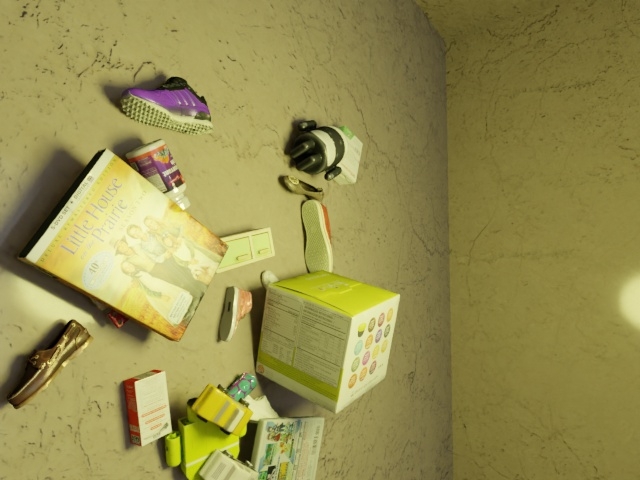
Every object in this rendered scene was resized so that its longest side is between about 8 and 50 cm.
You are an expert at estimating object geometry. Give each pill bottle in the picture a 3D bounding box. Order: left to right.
[{"bbox_3d":[-0.435,-0.168,1.221,0.108,0.108,0.193,-47,123,-46],"label":"pill bottle"}]

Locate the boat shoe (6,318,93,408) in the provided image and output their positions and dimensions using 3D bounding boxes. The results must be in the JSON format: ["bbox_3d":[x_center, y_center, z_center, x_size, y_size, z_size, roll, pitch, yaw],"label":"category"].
[{"bbox_3d":[-0.599,0.263,0.978,0.073,0.073,0.207,62,34,-26],"label":"boat shoe"}]

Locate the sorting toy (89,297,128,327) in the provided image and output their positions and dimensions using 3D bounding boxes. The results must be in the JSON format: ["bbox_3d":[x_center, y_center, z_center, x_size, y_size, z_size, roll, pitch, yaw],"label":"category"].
[{"bbox_3d":[-0.534,0.086,1.105,0.132,0.046,0.274,-54,127,-43],"label":"sorting toy"}]

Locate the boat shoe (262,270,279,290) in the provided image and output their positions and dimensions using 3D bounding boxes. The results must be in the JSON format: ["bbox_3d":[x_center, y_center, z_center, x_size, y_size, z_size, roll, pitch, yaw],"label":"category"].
[{"bbox_3d":[-0.147,0.183,1.617,0.066,0.063,0.184,-49,125,-45],"label":"boat shoe"}]

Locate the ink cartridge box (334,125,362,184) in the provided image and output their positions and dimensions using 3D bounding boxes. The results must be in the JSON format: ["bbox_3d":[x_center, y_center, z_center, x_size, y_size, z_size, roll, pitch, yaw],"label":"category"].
[{"bbox_3d":[0.101,-0.377,2.005,0.154,0.093,0.212,34,58,-46],"label":"ink cartridge box"}]

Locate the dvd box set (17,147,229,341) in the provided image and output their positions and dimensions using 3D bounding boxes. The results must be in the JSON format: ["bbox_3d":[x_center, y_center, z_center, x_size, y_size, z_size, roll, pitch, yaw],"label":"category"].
[{"bbox_3d":[-0.448,0.025,1.112,0.420,0.062,0.307,46,56,-38],"label":"dvd box set"}]

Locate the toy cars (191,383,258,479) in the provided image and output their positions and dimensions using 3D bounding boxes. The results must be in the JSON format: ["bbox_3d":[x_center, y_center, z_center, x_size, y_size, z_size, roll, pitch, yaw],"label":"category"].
[{"bbox_3d":[-0.250,0.579,1.254,0.177,0.087,0.393,-13,108,-37],"label":"toy cars"}]

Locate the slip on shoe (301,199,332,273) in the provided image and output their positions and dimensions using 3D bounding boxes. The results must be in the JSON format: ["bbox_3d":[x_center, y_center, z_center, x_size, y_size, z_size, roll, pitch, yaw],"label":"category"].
[{"bbox_3d":[0.000,0.000,1.807,0.101,0.123,0.331,-2,83,-58],"label":"slip on shoe"}]

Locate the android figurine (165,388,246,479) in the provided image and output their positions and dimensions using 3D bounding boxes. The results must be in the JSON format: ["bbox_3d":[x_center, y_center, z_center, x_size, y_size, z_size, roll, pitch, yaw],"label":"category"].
[{"bbox_3d":[-0.320,0.569,1.286,0.248,0.056,0.272,-11,108,-39],"label":"android figurine"}]

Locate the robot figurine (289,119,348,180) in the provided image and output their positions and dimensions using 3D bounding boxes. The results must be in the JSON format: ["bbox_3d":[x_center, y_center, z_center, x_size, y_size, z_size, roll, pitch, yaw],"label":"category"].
[{"bbox_3d":[-0.004,-0.362,1.795,0.278,0.174,0.209,-36,138,-50],"label":"robot figurine"}]

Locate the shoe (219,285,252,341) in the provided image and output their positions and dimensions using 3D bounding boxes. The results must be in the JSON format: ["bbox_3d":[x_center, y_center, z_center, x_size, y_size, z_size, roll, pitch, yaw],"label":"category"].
[{"bbox_3d":[-0.268,0.240,1.442,0.081,0.064,0.177,26,61,-45],"label":"shoe"}]

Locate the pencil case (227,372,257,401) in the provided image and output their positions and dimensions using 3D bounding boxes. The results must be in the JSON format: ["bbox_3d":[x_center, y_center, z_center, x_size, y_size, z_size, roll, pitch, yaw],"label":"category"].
[{"bbox_3d":[-0.271,0.482,1.410,0.152,0.065,0.070,-38,118,-49],"label":"pencil case"}]

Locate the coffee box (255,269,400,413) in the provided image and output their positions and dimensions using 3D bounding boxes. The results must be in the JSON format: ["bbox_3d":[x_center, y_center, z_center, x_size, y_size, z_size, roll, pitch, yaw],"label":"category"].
[{"bbox_3d":[0.029,0.318,1.544,0.338,0.338,0.334,-10,112,-55],"label":"coffee box"}]

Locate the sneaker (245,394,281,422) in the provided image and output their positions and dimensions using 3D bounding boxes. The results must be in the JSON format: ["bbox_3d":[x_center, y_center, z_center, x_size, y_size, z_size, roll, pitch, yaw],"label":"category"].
[{"bbox_3d":[-0.188,0.575,1.512,0.212,0.080,0.094,41,43,-43],"label":"sneaker"}]

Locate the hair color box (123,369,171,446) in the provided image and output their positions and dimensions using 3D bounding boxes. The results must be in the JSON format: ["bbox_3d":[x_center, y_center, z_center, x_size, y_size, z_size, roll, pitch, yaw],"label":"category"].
[{"bbox_3d":[-0.452,0.436,1.173,0.093,0.053,0.167,-7,90,-55],"label":"hair color box"}]

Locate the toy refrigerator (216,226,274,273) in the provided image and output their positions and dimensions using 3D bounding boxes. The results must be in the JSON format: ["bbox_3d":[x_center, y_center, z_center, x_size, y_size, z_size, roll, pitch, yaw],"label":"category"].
[{"bbox_3d":[-0.269,0.029,1.441,0.270,0.094,0.102,-16,99,-54],"label":"toy refrigerator"}]

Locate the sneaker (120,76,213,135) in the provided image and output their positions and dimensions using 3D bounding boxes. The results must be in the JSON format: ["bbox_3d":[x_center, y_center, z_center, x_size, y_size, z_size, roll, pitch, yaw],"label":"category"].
[{"bbox_3d":[-0.434,-0.400,1.269,0.293,0.102,0.146,4,79,-59],"label":"sneaker"}]

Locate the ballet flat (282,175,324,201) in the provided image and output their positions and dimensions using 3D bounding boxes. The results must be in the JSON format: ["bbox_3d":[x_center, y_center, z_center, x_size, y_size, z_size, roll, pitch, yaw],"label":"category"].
[{"bbox_3d":[-0.059,-0.210,1.770,0.250,0.058,0.084,22,38,-53],"label":"ballet flat"}]

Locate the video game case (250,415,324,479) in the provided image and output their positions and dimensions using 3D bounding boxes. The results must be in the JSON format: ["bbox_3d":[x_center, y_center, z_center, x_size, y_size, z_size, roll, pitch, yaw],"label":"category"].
[{"bbox_3d":[-0.118,0.757,1.483,0.300,0.036,0.328,22,75,-46],"label":"video game case"}]
